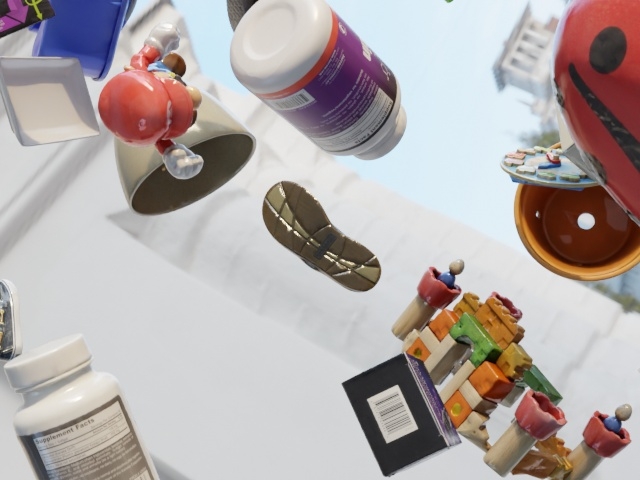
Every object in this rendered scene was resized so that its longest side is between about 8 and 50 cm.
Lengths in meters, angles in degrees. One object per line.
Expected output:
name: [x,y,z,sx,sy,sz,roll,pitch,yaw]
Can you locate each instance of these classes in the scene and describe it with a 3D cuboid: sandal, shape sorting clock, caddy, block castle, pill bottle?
sandal: [-0.133,-0.454,1.679,0.054,0.097,0.254,-20,-62,-20]
shape sorting clock: [0.436,-0.139,1.774,0.206,0.206,0.040,-34,-52,-53]
caddy: [-0.423,-0.453,1.752,0.179,0.241,0.341,2,-42,-26]
sandal: [0.000,0.000,1.427,0.090,0.219,0.060,-51,-13,-11]
block castle: [0.367,0.246,1.863,0.303,0.453,0.213,21,-67,-38]
pill bottle: [0.011,-0.256,1.558,0.323,0.181,0.181,34,-96,-49]
pill bottle: [-0.376,0.316,1.511,0.176,0.176,0.318,-30,-79,-56]

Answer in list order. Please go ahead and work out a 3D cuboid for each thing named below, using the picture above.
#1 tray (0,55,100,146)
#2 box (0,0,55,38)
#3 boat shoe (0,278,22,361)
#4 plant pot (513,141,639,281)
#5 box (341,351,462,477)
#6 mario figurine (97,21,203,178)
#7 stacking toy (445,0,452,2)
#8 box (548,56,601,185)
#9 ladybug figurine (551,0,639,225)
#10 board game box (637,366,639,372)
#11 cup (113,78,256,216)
tray: [-0.456,-0.232,1.595,0.270,0.030,0.145,-38,-65,-74]
box: [-0.473,-0.379,1.386,0.116,0.029,0.162,-31,-72,-22]
boat shoe: [-0.609,0.142,1.781,0.083,0.183,0.065,14,-49,-40]
plant pot: [0.553,-0.054,1.990,0.291,0.291,0.203,-62,-16,2]
box: [0.127,0.264,1.453,0.108,0.153,0.207,-27,-14,8]
mario figurine: [-0.229,-0.221,1.508,0.170,0.198,0.320,-47,12,10]
stacking toy: [0.186,-0.487,1.417,0.167,0.052,0.221,30,-91,-33]
box: [0.462,-0.228,1.612,0.094,0.113,0.275,-39,27,35]
ladybug figurine: [0.413,-0.117,1.062,0.162,0.449,0.305,-38,-7,-24]
board game box: [0.800,0.201,1.881,0.305,0.193,0.053,-53,4,9]
cup: [-0.350,-0.244,2.228,0.331,0.237,0.331,-30,-14,-8]
